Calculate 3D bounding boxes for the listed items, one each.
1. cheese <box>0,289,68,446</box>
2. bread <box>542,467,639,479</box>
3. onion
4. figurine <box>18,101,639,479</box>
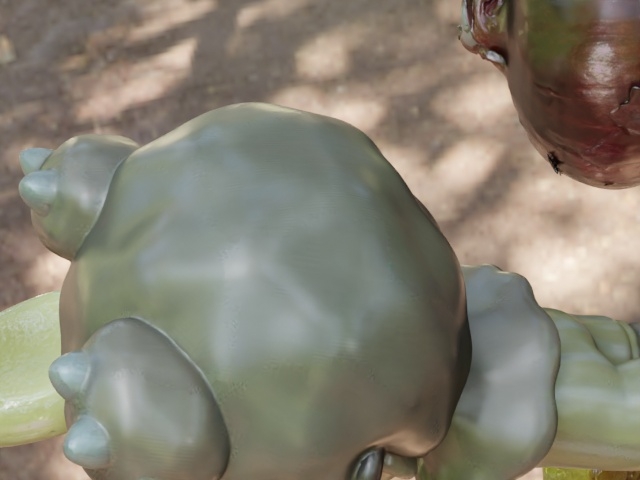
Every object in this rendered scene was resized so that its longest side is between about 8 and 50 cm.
[{"bbox_3d":[-0.279,0.122,1.224,0.255,0.050,0.127,-21,48,-11],"label":"cheese"},{"bbox_3d":[0.249,0.159,1.393,0.086,0.125,0.156,5,36,36],"label":"bread"},{"bbox_3d":[0.238,-0.194,1.419,0.232,0.313,0.314,-5,30,3],"label":"onion"},{"bbox_3d":[0.029,0.055,0.842,0.381,0.203,0.248,14,39,-27],"label":"figurine"}]
